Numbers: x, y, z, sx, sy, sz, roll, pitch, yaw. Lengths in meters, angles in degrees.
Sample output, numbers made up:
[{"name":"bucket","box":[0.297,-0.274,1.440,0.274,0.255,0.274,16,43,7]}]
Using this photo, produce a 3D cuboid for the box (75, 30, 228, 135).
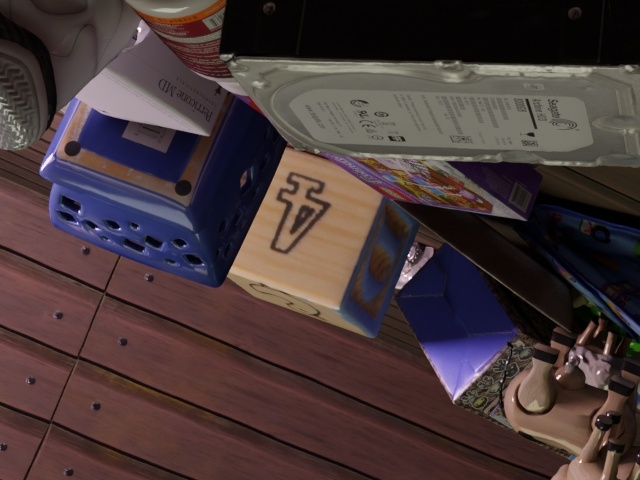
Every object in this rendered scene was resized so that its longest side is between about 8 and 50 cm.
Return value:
[{"name":"box","box":[-0.207,-0.206,1.583,0.182,0.119,0.181,15,169,39]}]

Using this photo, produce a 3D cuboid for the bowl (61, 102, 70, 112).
[{"name":"bowl","box":[-0.297,-0.186,2.129,0.142,0.053,0.142,17,171,25]}]

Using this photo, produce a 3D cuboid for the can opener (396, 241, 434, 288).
[{"name":"can opener","box":[0.113,0.044,2.457,0.095,0.076,0.283,27,171,-27]}]

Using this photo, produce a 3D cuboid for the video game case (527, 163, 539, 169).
[{"name":"video game case","box":[0.099,-0.132,1.606,0.212,0.023,0.193,28,169,-37]}]

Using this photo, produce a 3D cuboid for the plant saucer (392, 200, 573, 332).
[{"name":"plant saucer","box":[0.193,0.001,1.859,0.310,0.050,0.310,36,-175,-3]}]

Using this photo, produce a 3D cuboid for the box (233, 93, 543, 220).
[{"name":"box","box":[0.065,-0.112,1.548,0.201,0.057,0.293,11,165,45]}]

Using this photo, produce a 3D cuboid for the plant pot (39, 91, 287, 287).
[{"name":"plant pot","box":[-0.187,-0.108,1.803,0.236,0.236,0.212,21,164,8]}]

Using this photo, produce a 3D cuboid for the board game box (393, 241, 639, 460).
[{"name":"board game box","box":[0.283,0.156,2.189,0.291,0.141,0.232,28,-158,-38]}]

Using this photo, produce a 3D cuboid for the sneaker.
[{"name":"sneaker","box":[-0.275,-0.278,1.302,0.137,0.210,0.366,11,132,47]}]

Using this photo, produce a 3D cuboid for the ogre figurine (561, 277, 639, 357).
[{"name":"ogre figurine","box":[0.412,0.106,2.090,0.118,0.097,0.197,45,146,-24]}]

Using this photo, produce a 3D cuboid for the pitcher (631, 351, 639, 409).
[{"name":"pitcher","box":[0.535,0.186,2.214,0.177,0.126,0.207,6,162,-6]}]

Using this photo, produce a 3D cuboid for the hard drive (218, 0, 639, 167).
[{"name":"hard drive","box":[0.112,-0.125,1.229,0.338,0.064,0.237,3,166,15]}]

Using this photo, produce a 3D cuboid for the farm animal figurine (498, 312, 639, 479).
[{"name":"farm animal figurine","box":[0.346,0.243,1.834,0.326,0.172,0.330,32,-152,36]}]

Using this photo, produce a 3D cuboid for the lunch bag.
[{"name":"lunch bag","box":[0.368,0.045,1.798,0.293,0.138,0.221,31,179,35]}]

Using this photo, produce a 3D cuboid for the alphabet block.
[{"name":"alphabet block","box":[0.000,0.000,2.088,0.197,0.193,0.192,18,169,22]}]

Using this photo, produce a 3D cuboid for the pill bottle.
[{"name":"pill bottle","box":[-0.087,-0.207,1.291,0.121,0.121,0.221,19,170,19]}]
